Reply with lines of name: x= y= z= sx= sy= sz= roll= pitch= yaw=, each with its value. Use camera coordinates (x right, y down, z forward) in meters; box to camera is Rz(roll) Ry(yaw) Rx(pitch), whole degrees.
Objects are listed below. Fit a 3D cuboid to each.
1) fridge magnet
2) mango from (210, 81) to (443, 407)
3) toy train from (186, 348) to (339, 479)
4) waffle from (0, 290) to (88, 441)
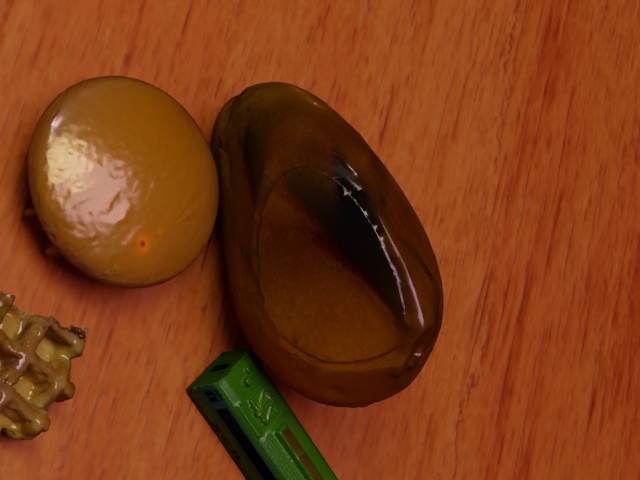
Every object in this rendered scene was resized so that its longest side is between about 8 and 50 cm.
fridge magnet: x=-0.130 y=-0.038 z=1.083 sx=0.143 sy=0.063 sz=0.143 roll=11 pitch=73 yaw=-37
mango: x=0.000 y=0.000 z=1.140 sx=0.236 sy=0.136 sz=0.166 roll=66 pitch=15 yaw=5
toy train: x=-0.013 y=0.171 z=1.147 sx=0.044 sy=0.042 sz=0.209 roll=-45 pitch=109 yaw=-37
waffle: x=-0.228 y=0.051 z=0.989 sx=0.192 sy=0.046 sz=0.161 roll=-2 pitch=82 yaw=-42
